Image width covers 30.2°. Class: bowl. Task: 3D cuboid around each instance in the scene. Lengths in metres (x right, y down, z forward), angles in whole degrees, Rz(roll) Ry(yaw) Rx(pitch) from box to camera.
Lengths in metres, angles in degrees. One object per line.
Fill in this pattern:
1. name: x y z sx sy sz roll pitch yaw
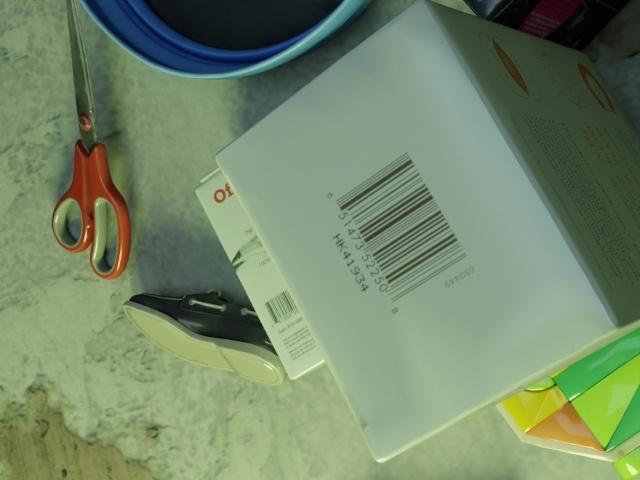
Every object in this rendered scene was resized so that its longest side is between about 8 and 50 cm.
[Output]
1. bowl: -0.083 -0.348 1.127 0.391 0.077 0.391 2 94 28

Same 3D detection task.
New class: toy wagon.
1. toy wagon: 0.267 0.021 0.970 0.344 0.068 0.267 -42 75 24

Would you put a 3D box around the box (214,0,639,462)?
1. box: 0.122 -0.012 0.810 0.168 0.345 0.215 -34 77 25

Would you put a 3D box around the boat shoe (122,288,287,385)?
1. boat shoe: -0.107 0.085 1.188 0.206 0.075 0.065 16 57 31

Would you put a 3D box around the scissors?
1. scissors: -0.228 -0.103 1.213 0.109 0.021 0.297 25 118 31

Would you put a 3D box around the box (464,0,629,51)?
1. box: 0.175 -0.256 0.899 0.163 0.247 0.142 -46 74 22

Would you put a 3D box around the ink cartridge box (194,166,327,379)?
1. ink cartridge box: 0.000 0.000 1.098 0.153 0.087 0.208 -32 79 26
